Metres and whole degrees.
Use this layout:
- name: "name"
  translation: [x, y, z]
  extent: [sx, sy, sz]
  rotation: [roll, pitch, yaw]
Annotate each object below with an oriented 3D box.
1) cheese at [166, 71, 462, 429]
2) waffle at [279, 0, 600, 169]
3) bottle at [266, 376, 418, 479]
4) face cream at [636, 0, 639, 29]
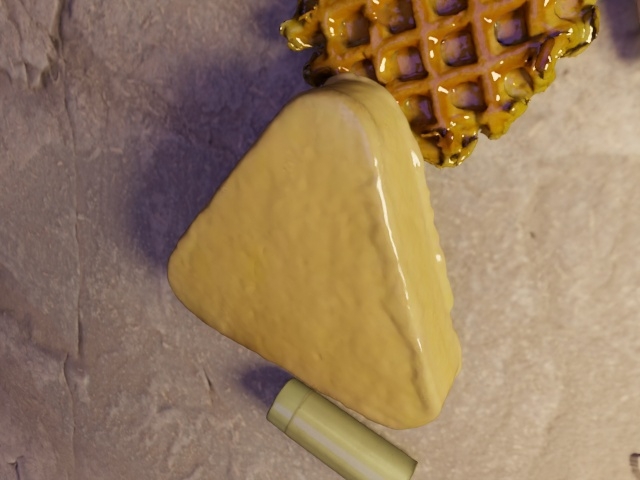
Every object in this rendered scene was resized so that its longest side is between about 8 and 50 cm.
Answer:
- name: "cheese"
  translation: [0.001, 0.001, 0.533]
  extent: [0.383, 0.104, 0.384]
  rotation: [15, 122, 26]
- name: "waffle"
  translation: [0.110, -0.243, 0.465]
  extent: [0.302, 0.068, 0.325]
  rotation: [37, 119, 14]
- name: "bottle"
  translation: [0.026, 0.270, 0.650]
  extent: [0.201, 0.072, 0.072]
  rotation: [30, 116, 18]
- name: "face cream"
  translation: [0.289, -0.280, 0.358]
  extent: [0.154, 0.096, 0.274]
  rotation: [-23, 104, 21]
